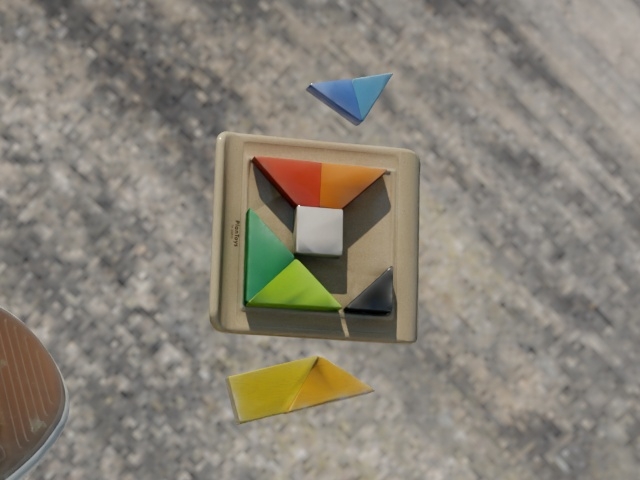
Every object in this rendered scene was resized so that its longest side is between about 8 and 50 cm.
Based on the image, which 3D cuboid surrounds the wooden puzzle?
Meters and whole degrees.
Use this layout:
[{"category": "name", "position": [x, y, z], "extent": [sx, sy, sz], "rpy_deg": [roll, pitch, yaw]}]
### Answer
[{"category": "wooden puzzle", "position": [0.000, 0.000, 0.524], "extent": [0.078, 0.014, 0.116], "rpy_deg": [-1, 78, -18]}]

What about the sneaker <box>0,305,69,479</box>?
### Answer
[{"category": "sneaker", "position": [-0.222, 0.093, 0.523], "extent": [0.290, 0.123, 0.106], "rpy_deg": [-18, 72, -42]}]
